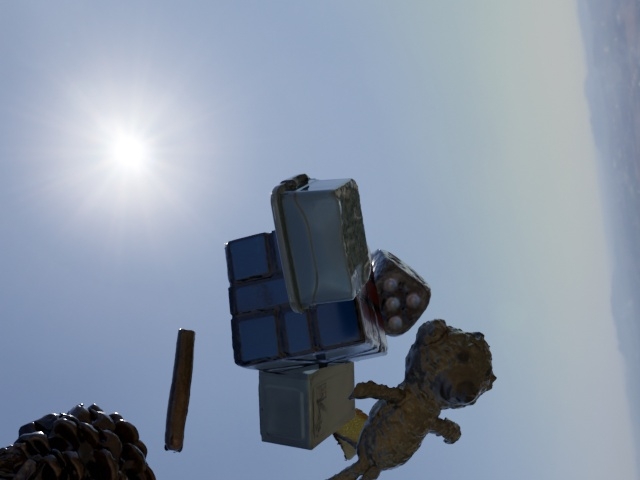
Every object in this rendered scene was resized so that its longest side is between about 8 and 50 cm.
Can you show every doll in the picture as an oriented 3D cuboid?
[{"bbox_3d":[0.080,0.216,0.667,0.202,0.286,0.091,67,172,-23],"label":"doll"}]

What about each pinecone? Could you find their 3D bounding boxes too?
[{"bbox_3d":[-0.378,0.365,0.886,0.257,0.243,0.243,42,-133,-45],"label":"pinecone"}]

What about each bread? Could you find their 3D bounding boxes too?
[{"bbox_3d":[0.098,0.626,1.940,0.152,0.127,0.147,38,-144,-1],"label":"bread"}]

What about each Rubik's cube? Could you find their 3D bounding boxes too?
[{"bbox_3d":[-0.025,0.134,1.303,0.293,0.288,0.283,44,-146,-65],"label":"Rubik's cube"}]

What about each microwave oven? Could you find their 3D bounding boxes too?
[{"bbox_3d":[-0.039,0.442,1.690,0.295,0.181,0.237,-6,-85,-63],"label":"microwave oven"}]

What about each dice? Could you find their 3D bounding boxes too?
[{"bbox_3d":[0.187,0.145,1.632,0.183,0.181,0.182,35,-168,-13],"label":"dice"}]

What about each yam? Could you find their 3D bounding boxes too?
[{"bbox_3d":[-0.304,0.322,1.274,0.046,0.046,0.264,43,-138,-54],"label":"yam"}]

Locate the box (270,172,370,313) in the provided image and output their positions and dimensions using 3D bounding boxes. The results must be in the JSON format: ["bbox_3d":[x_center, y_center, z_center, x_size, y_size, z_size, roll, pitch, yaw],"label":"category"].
[{"bbox_3d":[0.000,0.000,1.001,0.162,0.130,0.227,-39,-57,-66],"label":"box"}]
